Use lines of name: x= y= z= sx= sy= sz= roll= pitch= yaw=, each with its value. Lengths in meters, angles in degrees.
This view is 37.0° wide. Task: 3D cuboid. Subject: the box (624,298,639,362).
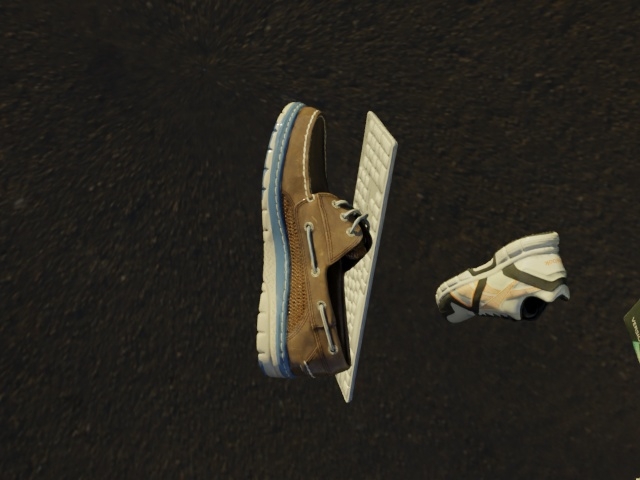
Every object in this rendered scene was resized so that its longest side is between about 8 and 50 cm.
box: x=0.338 y=-0.013 z=0.538 sx=0.232 sy=0.322 sz=0.059 roll=-8 pitch=62 yaw=-7

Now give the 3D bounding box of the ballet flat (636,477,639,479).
ballet flat: x=0.199 y=0.111 z=0.345 sx=0.147 sy=0.147 sz=0.409 roll=47 pitch=131 yaw=-12

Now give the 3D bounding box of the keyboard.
keyboard: x=0.034 y=0.019 z=0.840 sx=0.014 sy=0.072 sz=0.256 roll=3 pitch=117 yaw=-10

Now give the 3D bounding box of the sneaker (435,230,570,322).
sneaker: x=0.108 y=0.034 z=0.579 sx=0.040 sy=0.109 sz=0.044 roll=-8 pitch=72 yaw=-29

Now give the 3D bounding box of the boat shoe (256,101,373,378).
boat shoe: x=0.000 y=0.000 z=0.636 sx=0.066 sy=0.066 sz=0.183 roll=2 pitch=91 yaw=16
